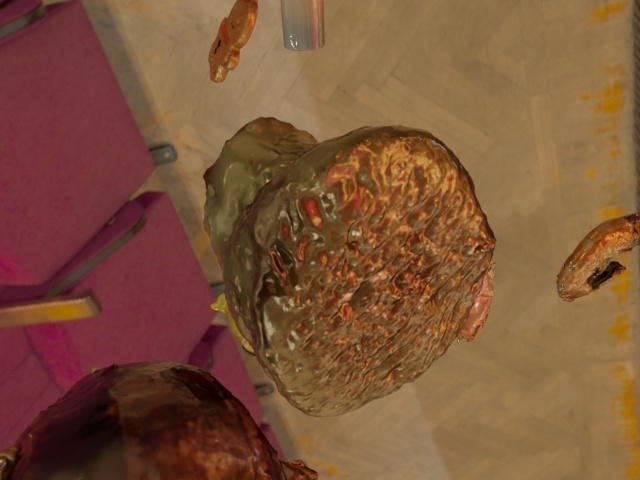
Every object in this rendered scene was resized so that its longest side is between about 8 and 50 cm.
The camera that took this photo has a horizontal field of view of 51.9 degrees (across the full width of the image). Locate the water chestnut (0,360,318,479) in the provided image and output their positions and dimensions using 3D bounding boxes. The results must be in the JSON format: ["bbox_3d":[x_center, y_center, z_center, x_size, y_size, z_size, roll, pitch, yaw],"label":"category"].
[{"bbox_3d":[-0.109,0.192,0.456,0.238,0.223,0.223,0,139,-38],"label":"water chestnut"}]

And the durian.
[{"bbox_3d":[0.250,0.097,1.260,0.185,0.195,0.305,-13,137,14],"label":"durian"}]

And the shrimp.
[{"bbox_3d":[0.789,0.034,1.744,0.445,0.085,0.272,-22,139,-26],"label":"shrimp"}]

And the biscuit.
[{"bbox_3d":[-0.203,-0.471,1.504,0.036,0.166,0.225,14,140,-31],"label":"biscuit"}]

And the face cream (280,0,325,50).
[{"bbox_3d":[-0.033,-0.452,1.103,0.077,0.077,0.250,1,122,6],"label":"face cream"}]

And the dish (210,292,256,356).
[{"bbox_3d":[-0.085,0.143,1.093,0.208,0.080,0.149,1,146,5],"label":"dish"}]

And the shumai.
[{"bbox_3d":[0.000,0.000,0.845,0.324,0.323,0.397,-37,134,-15],"label":"shumai"}]
